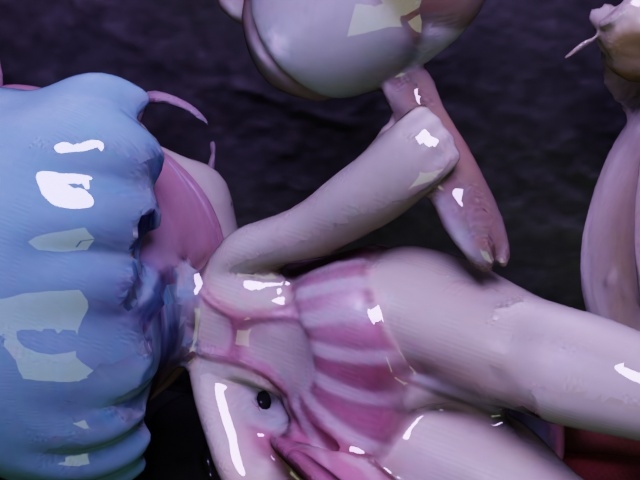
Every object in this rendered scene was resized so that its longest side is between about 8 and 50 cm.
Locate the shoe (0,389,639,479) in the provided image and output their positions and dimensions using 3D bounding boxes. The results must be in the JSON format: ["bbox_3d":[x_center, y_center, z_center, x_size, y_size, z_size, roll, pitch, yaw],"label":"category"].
[{"bbox_3d":[0.027,0.091,0.578,0.291,0.114,0.137,9,141,-10],"label":"shoe"}]

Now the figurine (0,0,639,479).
[{"bbox_3d":[-0.007,0.010,0.432,0.260,0.103,0.205,20,125,26],"label":"figurine"}]

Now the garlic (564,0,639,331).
[{"bbox_3d":[0.147,0.021,0.449,0.131,0.194,0.127,-24,155,-10],"label":"garlic"}]
